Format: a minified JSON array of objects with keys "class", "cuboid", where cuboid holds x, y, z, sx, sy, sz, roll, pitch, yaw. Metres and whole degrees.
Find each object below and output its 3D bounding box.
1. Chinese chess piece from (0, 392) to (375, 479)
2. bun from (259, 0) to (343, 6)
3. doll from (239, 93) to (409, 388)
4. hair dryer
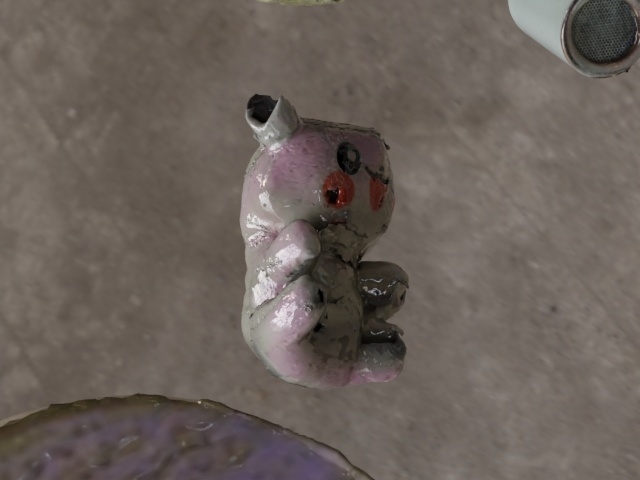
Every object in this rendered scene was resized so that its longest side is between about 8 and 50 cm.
[{"class":"Chinese chess piece","cuboid":[-0.068,0.190,0.652,0.270,0.112,0.270,5,68,-12]},{"class":"bun","cuboid":[0.003,-0.315,1.680,0.259,0.259,0.152,-39,57,14]},{"class":"doll","cuboid":[0.000,0.000,1.145,0.095,0.149,0.192,-9,68,36]},{"class":"hair dryer","cuboid":[0.275,-0.186,1.375,0.131,0.236,0.073,-125,30,-65]}]
